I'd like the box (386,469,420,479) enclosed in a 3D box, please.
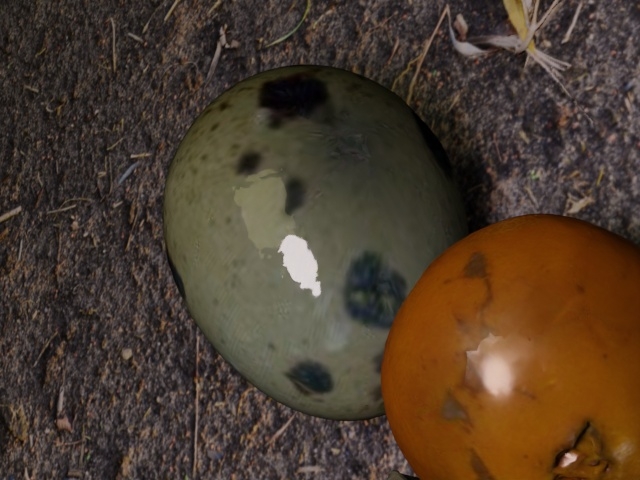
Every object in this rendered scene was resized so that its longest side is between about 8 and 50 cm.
[{"bbox_3d":[0.156,0.363,1.316,0.231,0.149,0.155,31,97,48],"label":"box"}]

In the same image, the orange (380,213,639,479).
[{"bbox_3d":[0.209,0.127,1.251,0.312,0.312,0.312,-21,59,39],"label":"orange"}]

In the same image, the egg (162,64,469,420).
[{"bbox_3d":[0.000,0.000,1.489,0.345,0.345,0.428,-41,52,27],"label":"egg"}]
